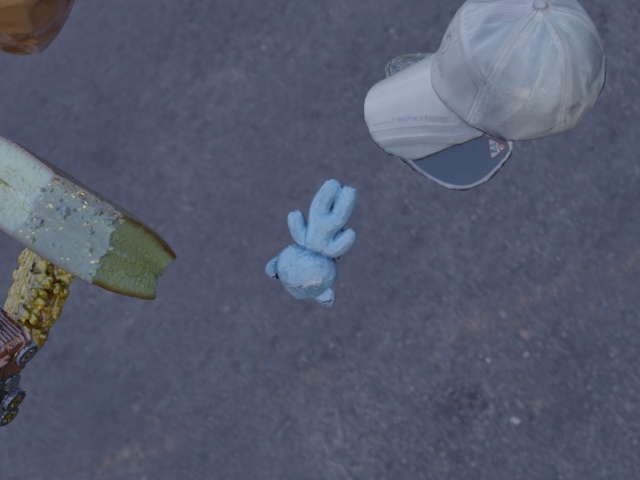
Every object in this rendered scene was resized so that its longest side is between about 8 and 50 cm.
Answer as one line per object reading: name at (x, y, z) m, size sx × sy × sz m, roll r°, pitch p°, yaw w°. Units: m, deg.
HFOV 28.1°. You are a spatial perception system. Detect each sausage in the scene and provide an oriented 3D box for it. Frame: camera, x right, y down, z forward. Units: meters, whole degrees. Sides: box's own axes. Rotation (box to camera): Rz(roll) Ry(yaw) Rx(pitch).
sausage at (-0.274, -0.238, 1.119) m, size 0.241 × 0.120 × 0.136 m, roll -174°, pitch 85°, yaw -81°

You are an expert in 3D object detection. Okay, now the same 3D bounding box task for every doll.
doll at (0.002, 0.001, 1.836) m, size 0.120 × 0.075 × 0.179 m, roll 27°, pitch 92°, yaw 25°

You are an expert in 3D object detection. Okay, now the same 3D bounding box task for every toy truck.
toy truck at (-0.407, 0.168, 1.521) m, size 0.083 × 0.192 × 0.092 m, roll 40°, pitch 42°, yaw 16°

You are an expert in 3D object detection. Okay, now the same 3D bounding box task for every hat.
hat at (0.176, -0.190, 1.427) m, size 0.275 × 0.161 × 0.232 m, roll -14°, pitch 38°, yaw 26°

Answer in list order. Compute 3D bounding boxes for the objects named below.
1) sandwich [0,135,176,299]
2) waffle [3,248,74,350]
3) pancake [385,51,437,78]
sandwich at (-0.284, -0.019, 1.471) m, size 0.094 × 0.258 × 0.096 m, roll -58°, pitch 11°, yaw 3°
waffle at (-0.402, 0.061, 1.847) m, size 0.197 × 0.070 × 0.193 m, roll -51°, pitch 27°, yaw 42°
pancake at (0.178, -0.269, 2.069) m, size 0.158 × 0.028 × 0.158 m, roll -4°, pitch 34°, yaw 3°
